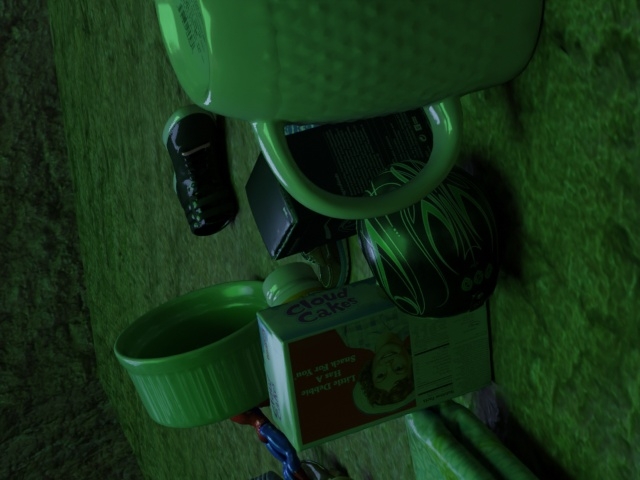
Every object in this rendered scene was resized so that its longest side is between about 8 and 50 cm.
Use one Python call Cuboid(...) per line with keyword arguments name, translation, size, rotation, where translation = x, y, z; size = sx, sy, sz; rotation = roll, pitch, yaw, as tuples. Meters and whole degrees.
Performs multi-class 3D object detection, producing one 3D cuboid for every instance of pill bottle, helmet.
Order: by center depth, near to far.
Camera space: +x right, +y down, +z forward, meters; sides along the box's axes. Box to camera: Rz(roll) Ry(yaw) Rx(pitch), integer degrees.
Cuboid(name="helmet", translation=(0.122, -0.011, 1.550), size=(0.169, 0.169, 0.162), rotation=(42, 153, 57))
Cuboid(name="pill bottle", translation=(-0.010, 0.136, 2.105), size=(0.118, 0.117, 0.208), rotation=(98, 150, -51))

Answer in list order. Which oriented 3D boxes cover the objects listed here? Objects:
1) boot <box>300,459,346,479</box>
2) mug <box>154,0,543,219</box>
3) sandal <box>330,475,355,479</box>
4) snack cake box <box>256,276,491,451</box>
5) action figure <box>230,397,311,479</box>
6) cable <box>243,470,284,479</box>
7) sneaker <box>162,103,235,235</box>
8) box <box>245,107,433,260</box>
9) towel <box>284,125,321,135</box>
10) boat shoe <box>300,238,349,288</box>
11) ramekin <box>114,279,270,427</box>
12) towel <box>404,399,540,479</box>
Cuboid(name="boot", translation=(-0.017, 0.439, 2.365), size=(0.106, 0.114, 0.037), rotation=(9, 160, 48))
Cuboid(name="mug", translation=(0.024, -0.207, 1.395), size=(0.276, 0.328, 0.374), rotation=(-174, 69, -70))
Cuboid(name="sandal", translation=(0.051, 0.467, 2.309), size=(0.079, 0.088, 0.240), rotation=(-77, -15, -53))
Cuboid(name="snack cake box", translation=(0.068, 0.131, 1.652), size=(0.089, 0.264, 0.152), rotation=(-137, 35, -57))
Cuboid(name="action figure", translation=(-0.063, 0.333, 2.495), size=(0.280, 0.139, 0.091), rotation=(44, 151, 14))
Cuboid(name="cable", translation=(-0.060, 0.540, 2.515), size=(0.257, 0.089, 0.257), rotation=(59, -179, -2))
Cuboid(name="sneaker", translation=(-0.210, -0.118, 2.497), size=(0.296, 0.104, 0.147), rotation=(94, 152, -58))
Cuboid(name="box", translation=(0.028, -0.073, 1.682), size=(0.153, 0.207, 0.108), rotation=(125, 126, -67))
Cuboid(name="towel", translation=(-0.015, -0.246, 1.944), size=(0.336, 0.040, 0.243), rotation=(32, 134, 60))
Cuboid(name="boat shoe", translation=(0.000, 0.000, 2.042), size=(0.066, 0.066, 0.183), rotation=(-129, 29, -49))
Cuboid(name="ramekin", translation=(-0.196, 0.202, 2.427), size=(0.303, 0.303, 0.148), rotation=(26, 138, 65))
Cuboid(name="towel", translation=(0.231, 0.390, 1.658), size=(0.374, 0.090, 0.321), rotation=(44, 150, 51))
